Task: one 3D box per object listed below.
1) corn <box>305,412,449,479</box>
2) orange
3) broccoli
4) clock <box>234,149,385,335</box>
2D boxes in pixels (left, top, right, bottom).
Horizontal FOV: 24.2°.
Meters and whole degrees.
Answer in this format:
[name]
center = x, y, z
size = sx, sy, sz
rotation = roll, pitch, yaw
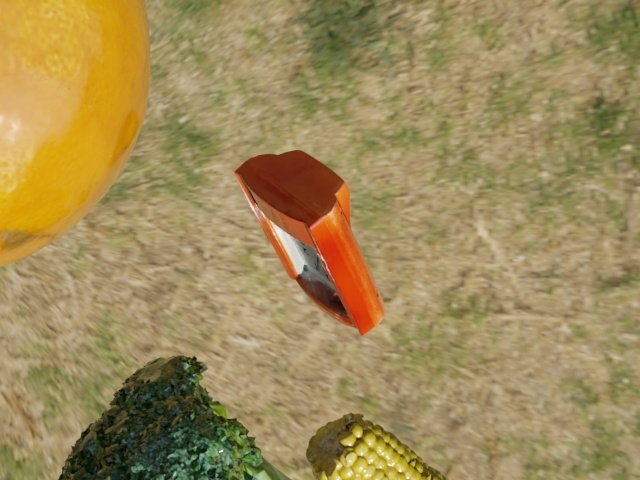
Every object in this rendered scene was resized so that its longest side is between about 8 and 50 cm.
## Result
[corn]
center = 0.109, 0.293, 1.531
size = 0.318, 0.115, 0.115
rotation = 43, 81, -28
[orange]
center = -0.268, -0.128, 1.051
size = 0.312, 0.312, 0.312
rotation = 0, 91, -14
[broccoli]
center = -0.096, 0.237, 1.144
size = 0.275, 0.308, 0.307
rotation = -5, 92, -15
[clock]
center = 0.000, 0.000, 1.288
size = 0.061, 0.113, 0.155
rotation = -39, 137, -15
